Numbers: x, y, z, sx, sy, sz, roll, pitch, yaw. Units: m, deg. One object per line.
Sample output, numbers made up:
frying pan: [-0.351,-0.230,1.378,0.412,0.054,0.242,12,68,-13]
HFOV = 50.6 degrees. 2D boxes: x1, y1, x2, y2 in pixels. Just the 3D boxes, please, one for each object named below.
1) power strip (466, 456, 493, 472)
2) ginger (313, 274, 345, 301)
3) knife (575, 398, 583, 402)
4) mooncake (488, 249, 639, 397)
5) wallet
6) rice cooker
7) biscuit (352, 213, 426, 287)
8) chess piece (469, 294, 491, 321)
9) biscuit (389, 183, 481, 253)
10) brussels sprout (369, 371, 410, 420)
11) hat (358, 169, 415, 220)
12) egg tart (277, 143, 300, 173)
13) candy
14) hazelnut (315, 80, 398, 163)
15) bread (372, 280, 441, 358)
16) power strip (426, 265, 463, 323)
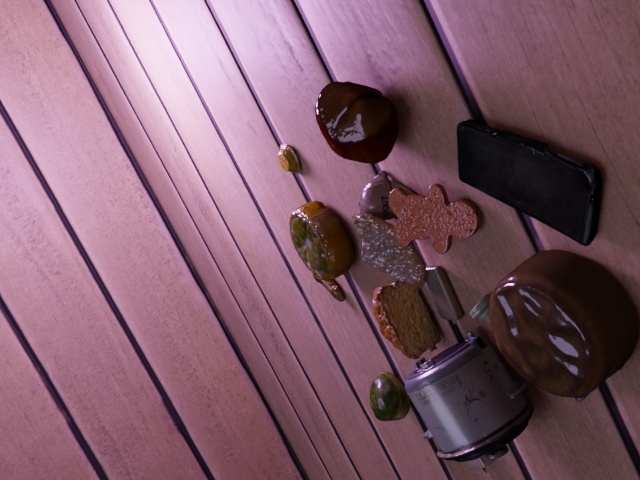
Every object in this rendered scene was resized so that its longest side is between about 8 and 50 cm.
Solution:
power strip: [0.395,0.545,2.052,0.367,0.043,0.106,55,156,10]
ginger: [0.034,0.153,2.304,0.137,0.044,0.057,45,123,17]
knife: [0.587,0.302,1.447,0.028,0.015,0.210,44,152,19]
mooncake: [0.469,0.168,1.349,0.284,0.156,0.284,43,148,36]
wallet: [0.391,-0.124,1.302,0.318,0.045,0.172,34,149,42]
rice cooker: [0.371,0.402,1.683,0.317,0.264,0.316,3,96,24]
biscuit: [0.176,0.027,1.766,0.265,0.040,0.188,48,147,-12]
chess piece: [0.410,0.184,1.599,0.103,0.067,0.067,43,152,15]
biscuit: [0.269,-0.052,1.583,0.250,0.036,0.165,1,104,47]
brussels sprout: [0.226,0.533,2.253,0.145,0.131,0.183,39,145,47]
hat: [0.173,-0.086,1.712,0.175,0.085,0.147,32,143,48]
egg tart: [-0.102,-0.251,2.110,0.105,0.039,0.105,41,149,31]
candy: [0.000,0.000,2.116,0.260,0.118,0.260,47,151,37]
hazelnut: [0.089,-0.277,1.581,0.212,0.181,0.181,50,125,18]
bread: [0.231,0.214,1.896,0.229,0.143,0.139,65,166,-5]
power strip: [0.319,0.142,1.760,0.076,0.028,0.169,-3,113,63]
